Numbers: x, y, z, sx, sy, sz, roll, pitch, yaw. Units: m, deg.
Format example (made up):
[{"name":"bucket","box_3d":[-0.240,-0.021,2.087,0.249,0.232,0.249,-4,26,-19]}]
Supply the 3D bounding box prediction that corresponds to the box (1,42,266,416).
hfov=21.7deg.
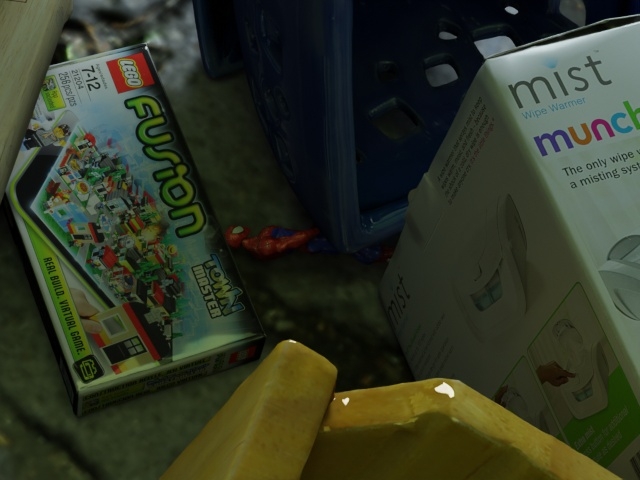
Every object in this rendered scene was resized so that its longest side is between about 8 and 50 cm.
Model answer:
[{"name":"box","box_3d":[-0.121,-0.011,0.972,0.114,0.036,0.207,-17,67,-17]}]

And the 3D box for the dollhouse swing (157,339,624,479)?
[{"name":"dollhouse swing","box_3d":[0.038,0.294,0.652,0.347,0.315,0.305,32,32,-13]}]

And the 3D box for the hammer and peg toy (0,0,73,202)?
[{"name":"hammer and peg toy","box_3d":[-0.258,-0.148,0.940,0.266,0.127,0.361,9,62,10]}]

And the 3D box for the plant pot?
[{"name":"plant pot","box_3d":[0.048,-0.173,0.963,0.236,0.236,0.212,-26,49,-20]}]

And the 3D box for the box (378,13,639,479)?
[{"name":"box","box_3d":[0.144,0.055,0.857,0.126,0.262,0.231,-15,66,-17]}]

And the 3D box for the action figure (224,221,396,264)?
[{"name":"action figure","box_3d":[0.000,0.000,0.987,0.115,0.038,0.030,0,86,-11]}]
